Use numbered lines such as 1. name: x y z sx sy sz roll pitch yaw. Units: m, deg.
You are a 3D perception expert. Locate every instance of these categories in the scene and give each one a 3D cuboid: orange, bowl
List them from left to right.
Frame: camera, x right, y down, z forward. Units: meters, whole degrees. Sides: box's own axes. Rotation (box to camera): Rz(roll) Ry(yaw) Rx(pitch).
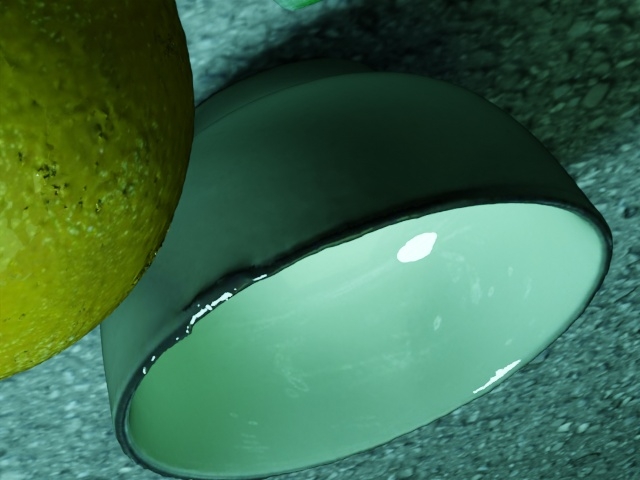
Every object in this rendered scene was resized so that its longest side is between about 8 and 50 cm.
1. orange: -0.191 -0.060 0.942 0.274 0.274 0.274 -20 154 -10
2. bowl: 0.000 0.000 1.303 0.354 0.185 0.354 -20 154 -10

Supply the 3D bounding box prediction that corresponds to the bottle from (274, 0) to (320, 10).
1. bottle: 0.115 -0.220 1.037 0.330 0.093 0.093 -19 156 14
